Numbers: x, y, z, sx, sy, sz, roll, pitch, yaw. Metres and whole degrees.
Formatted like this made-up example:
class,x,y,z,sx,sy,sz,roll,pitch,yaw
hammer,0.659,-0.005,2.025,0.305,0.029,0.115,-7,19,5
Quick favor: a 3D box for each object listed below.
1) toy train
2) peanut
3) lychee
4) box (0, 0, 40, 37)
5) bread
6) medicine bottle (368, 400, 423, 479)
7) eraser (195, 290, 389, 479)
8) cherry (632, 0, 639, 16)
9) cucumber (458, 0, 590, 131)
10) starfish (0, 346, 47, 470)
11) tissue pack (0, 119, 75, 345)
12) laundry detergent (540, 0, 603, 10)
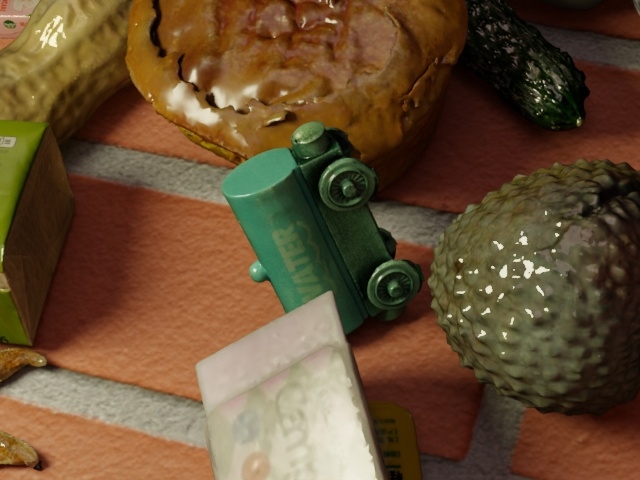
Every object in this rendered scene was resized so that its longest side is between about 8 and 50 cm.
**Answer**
class,x,y,z,sx,sy,sz,roll,pitch,yaw
toy train,0.000,0.000,1.598,0.159,0.248,0.101,-27,33,0
peanut,-0.301,-0.198,1.806,0.149,0.149,0.313,37,71,25
lychee,0.234,0.039,1.534,0.274,0.255,0.255,19,60,34
box,-0.350,-0.307,1.938,0.089,0.043,0.125,1,58,6
bread,-0.027,-0.207,1.743,0.358,0.204,0.337,31,68,19
medicine bottle,0.058,0.279,1.507,0.095,0.064,0.260,-12,58,8
eraser,-0.011,0.264,1.465,0.213,0.082,0.397,-31,54,21
cherry,0.464,-0.294,1.732,0.296,0.218,0.255,46,79,-4
cucumber,0.186,-0.243,1.810,0.096,0.096,0.359,-36,61,-16
starfish,-0.427,0.191,1.618,0.302,0.060,0.299,-11,55,-2
tissue pack,-0.427,-0.018,1.684,0.274,0.167,0.200,4,51,9
laundry detergent,0.176,-0.446,1.826,0.398,0.125,0.264,20,76,-9
